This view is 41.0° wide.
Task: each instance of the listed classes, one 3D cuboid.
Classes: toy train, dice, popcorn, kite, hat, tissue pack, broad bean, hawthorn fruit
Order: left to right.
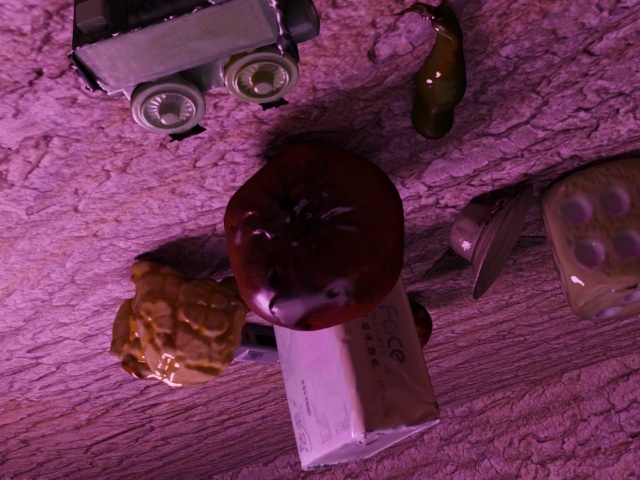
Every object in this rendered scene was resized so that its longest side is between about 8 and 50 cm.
[{"bbox_3d":[-0.276,0.161,1.686,0.293,0.237,0.293,15,-168,-3],"label":"popcorn"},{"bbox_3d":[-0.141,-0.235,0.956,0.272,0.159,0.188,-15,147,10],"label":"toy train"},{"bbox_3d":[-0.204,0.254,2.119,0.086,0.089,0.409,-33,148,31],"label":"toy train"},{"bbox_3d":[-0.009,0.000,1.382,0.308,0.308,0.325,-4,166,-13],"label":"hawthorn fruit"},{"bbox_3d":[0.057,0.240,1.802,0.205,0.405,0.332,-3,156,-25],"label":"tissue pack"},{"bbox_3d":[0.211,0.218,2.151,0.148,0.148,0.172,-16,172,13],"label":"hawthorn fruit"},{"bbox_3d":[0.158,-0.234,1.203,0.098,0.056,0.318,-9,152,12],"label":"broad bean"},{"bbox_3d":[0.363,0.036,1.948,0.323,0.013,0.268,-19,155,20],"label":"kite"},{"bbox_3d":[0.313,-0.016,1.674,0.110,0.252,0.252,28,166,20],"label":"hat"},{"bbox_3d":[0.579,0.002,1.663,0.252,0.254,0.250,-17,159,12],"label":"dice"}]
